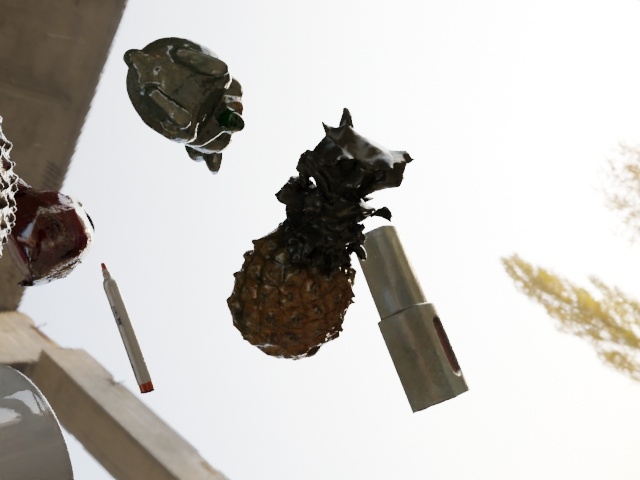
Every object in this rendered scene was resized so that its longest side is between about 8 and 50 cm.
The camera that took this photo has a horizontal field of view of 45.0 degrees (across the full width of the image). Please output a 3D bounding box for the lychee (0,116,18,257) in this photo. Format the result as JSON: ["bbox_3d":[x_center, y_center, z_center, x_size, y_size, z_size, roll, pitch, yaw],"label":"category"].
[{"bbox_3d":[-0.402,-0.056,0.675,0.300,0.300,0.300,-31,-44,-35],"label":"lychee"}]

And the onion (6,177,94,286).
[{"bbox_3d":[-0.448,-0.033,1.256,0.135,0.173,0.198,-20,-93,-34],"label":"onion"}]

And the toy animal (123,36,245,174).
[{"bbox_3d":[-0.154,-0.162,0.976,0.125,0.127,0.251,-26,-11,-2],"label":"toy animal"}]

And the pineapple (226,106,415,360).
[{"bbox_3d":[0.000,0.001,0.739,0.128,0.128,0.248,-16,-37,-45],"label":"pineapple"}]

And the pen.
[{"bbox_3d":[-0.308,0.138,1.221,0.026,0.026,0.218,-21,-86,-42],"label":"pen"}]

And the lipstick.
[{"bbox_3d":[0.120,0.105,1.072,0.077,0.252,0.079,-28,-15,24],"label":"lipstick"}]

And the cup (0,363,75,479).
[{"bbox_3d":[-0.383,0.224,0.584,0.317,0.212,0.212,-4,-62,-53],"label":"cup"}]
